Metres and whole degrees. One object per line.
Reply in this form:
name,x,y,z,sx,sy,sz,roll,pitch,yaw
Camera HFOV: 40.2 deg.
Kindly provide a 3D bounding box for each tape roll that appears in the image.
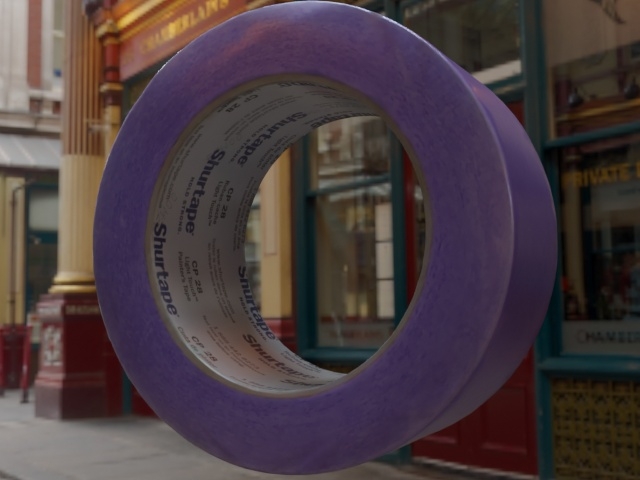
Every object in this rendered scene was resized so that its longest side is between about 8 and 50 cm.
tape roll,0.000,0.000,0.379,0.189,0.188,0.080,-4,-5,25
